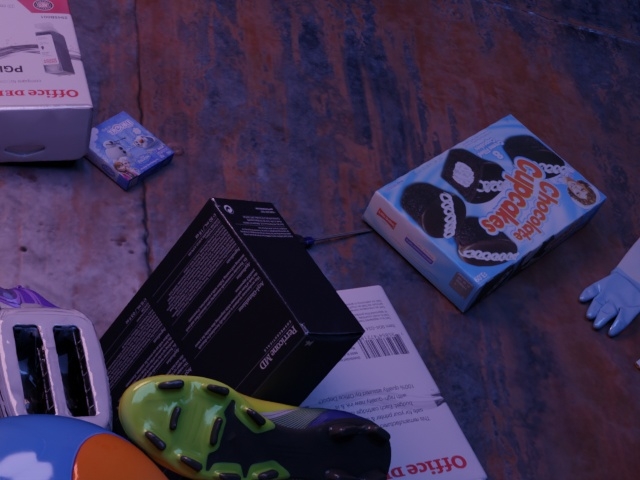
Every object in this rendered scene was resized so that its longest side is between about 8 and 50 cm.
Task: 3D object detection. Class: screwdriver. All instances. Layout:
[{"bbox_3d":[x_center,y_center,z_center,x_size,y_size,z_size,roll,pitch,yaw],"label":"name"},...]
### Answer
[{"bbox_3d":[0.000,0.000,1.893,0.170,0.025,0.024,-6,51,-43],"label":"screwdriver"}]

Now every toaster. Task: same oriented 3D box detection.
[{"bbox_3d":[-0.279,0.171,1.477,0.129,0.146,0.227,3,48,-24],"label":"toaster"}]

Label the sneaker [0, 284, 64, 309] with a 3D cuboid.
[{"bbox_3d":[-0.348,0.074,1.615,0.170,0.068,0.071,25,26,-16],"label":"sneaker"}]

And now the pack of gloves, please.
[{"bbox_3d":[0.467,0.090,2.020,0.195,0.046,0.232,41,43,13],"label":"pack of gloves"}]

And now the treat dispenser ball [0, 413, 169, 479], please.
[{"bbox_3d":[-0.241,0.291,1.272,0.288,0.288,0.288,15,44,-14],"label":"treat dispenser ball"}]

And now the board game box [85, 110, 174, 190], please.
[{"bbox_3d":[-0.244,-0.113,1.870,0.090,0.020,0.090,38,43,13],"label":"board game box"}]

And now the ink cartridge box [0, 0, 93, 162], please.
[{"bbox_3d":[-0.373,-0.202,1.828,0.158,0.092,0.218,-4,52,-19],"label":"ink cartridge box"}]

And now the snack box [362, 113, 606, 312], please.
[{"bbox_3d":[0.225,-0.044,2.015,0.187,0.060,0.322,43,44,16],"label":"snack box"}]

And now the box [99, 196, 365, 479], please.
[{"bbox_3d":[-0.106,0.113,1.529,0.103,0.261,0.184,5,43,-51],"label":"box"}]

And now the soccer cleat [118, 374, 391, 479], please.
[{"bbox_3d":[-0.068,0.188,1.404,0.289,0.121,0.093,15,76,-31],"label":"soccer cleat"}]

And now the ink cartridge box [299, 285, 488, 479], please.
[{"bbox_3d":[0.026,0.195,1.635,0.198,0.115,0.273,-6,51,-31],"label":"ink cartridge box"}]
